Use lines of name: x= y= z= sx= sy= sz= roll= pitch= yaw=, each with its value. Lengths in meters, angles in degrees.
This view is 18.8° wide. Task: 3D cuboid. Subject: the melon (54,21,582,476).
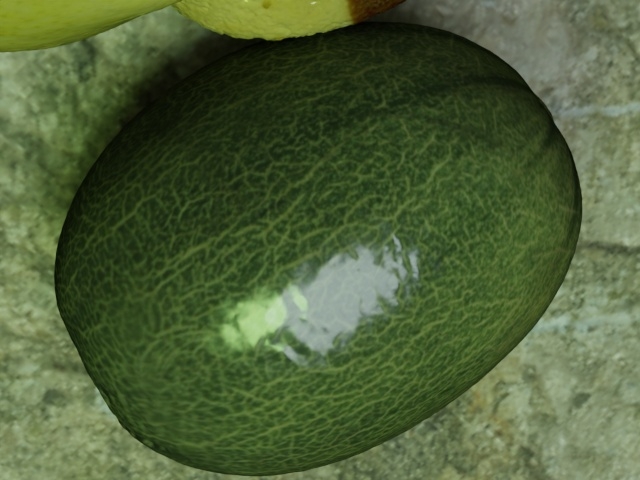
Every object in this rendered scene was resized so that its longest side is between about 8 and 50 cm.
melon: x=0.000 y=0.000 z=1.100 sx=0.301 sy=0.237 sz=0.237 roll=-28 pitch=126 yaw=-1

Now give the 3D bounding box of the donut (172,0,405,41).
donut: x=-0.007 y=-0.172 z=1.061 sx=0.217 sy=0.141 sz=0.085 roll=-17 pitch=132 yaw=-4

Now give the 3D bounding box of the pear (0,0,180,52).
pear: x=-0.140 y=-0.227 z=0.862 sx=0.309 sy=0.309 sz=0.309 roll=-9 pitch=123 yaw=-14
